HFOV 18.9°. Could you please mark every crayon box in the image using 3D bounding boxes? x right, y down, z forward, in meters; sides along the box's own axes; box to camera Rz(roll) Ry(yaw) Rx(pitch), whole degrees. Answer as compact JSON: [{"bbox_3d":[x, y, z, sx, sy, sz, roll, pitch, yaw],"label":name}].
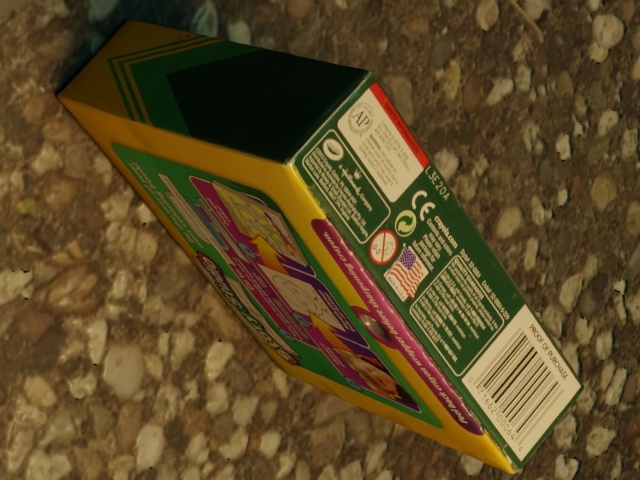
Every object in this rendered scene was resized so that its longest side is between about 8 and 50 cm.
[{"bbox_3d":[0.000,0.000,1.528,0.106,0.313,0.363,-49,127,-17],"label":"crayon box"}]
